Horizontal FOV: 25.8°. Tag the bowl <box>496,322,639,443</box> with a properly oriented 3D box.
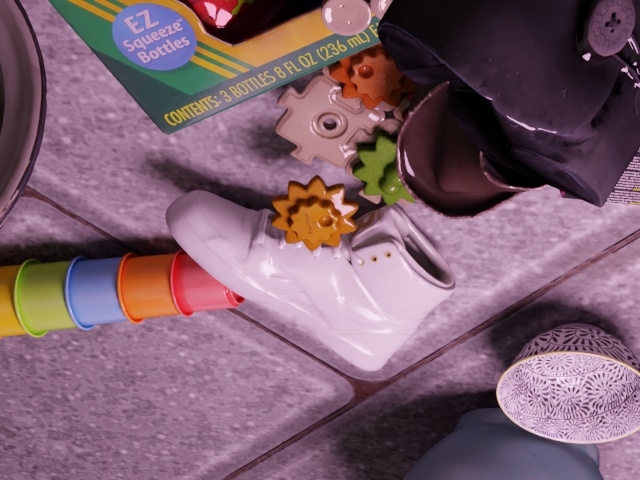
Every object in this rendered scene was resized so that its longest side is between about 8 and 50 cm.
[{"bbox_3d":[0.281,0.143,1.532,0.170,0.080,0.170,7,139,6],"label":"bowl"}]

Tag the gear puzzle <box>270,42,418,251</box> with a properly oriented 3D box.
[{"bbox_3d":[0.054,-0.105,1.279,0.175,0.044,0.339,29,125,-18],"label":"gear puzzle"}]

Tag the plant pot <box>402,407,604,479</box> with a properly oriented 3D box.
[{"bbox_3d":[0.223,0.318,1.638,0.293,0.196,0.293,15,154,8],"label":"plant pot"}]

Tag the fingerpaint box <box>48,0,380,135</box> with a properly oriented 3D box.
[{"bbox_3d":[-0.027,-0.317,0.978,0.445,0.163,0.371,-20,130,23],"label":"fingerpaint box"}]

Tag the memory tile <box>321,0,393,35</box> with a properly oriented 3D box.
[{"bbox_3d":[0.039,-0.207,0.958,0.113,0.012,0.148,-8,135,13],"label":"memory tile"}]

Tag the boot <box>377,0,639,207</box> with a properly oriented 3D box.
[{"bbox_3d":[0.175,-0.282,0.802,0.367,0.146,0.445,37,94,-35],"label":"boot"}]

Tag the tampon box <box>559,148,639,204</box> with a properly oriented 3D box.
[{"bbox_3d":[0.265,-0.125,1.178,0.101,0.120,0.161,5,142,-17],"label":"tampon box"}]

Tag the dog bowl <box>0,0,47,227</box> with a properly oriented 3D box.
[{"bbox_3d":[-0.448,-0.097,1.228,0.408,0.408,0.150,16,157,-4],"label":"dog bowl"}]

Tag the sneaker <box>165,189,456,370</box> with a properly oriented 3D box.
[{"bbox_3d":[0.000,0.000,1.441,0.292,0.108,0.169,32,123,-18],"label":"sneaker"}]

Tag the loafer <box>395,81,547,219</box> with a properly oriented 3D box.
[{"bbox_3d":[0.142,-0.100,1.098,0.134,0.130,0.366,37,152,-2],"label":"loafer"}]

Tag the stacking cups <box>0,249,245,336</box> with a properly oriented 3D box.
[{"bbox_3d":[-0.238,0.063,1.564,0.316,0.096,0.096,-3,137,18],"label":"stacking cups"}]
